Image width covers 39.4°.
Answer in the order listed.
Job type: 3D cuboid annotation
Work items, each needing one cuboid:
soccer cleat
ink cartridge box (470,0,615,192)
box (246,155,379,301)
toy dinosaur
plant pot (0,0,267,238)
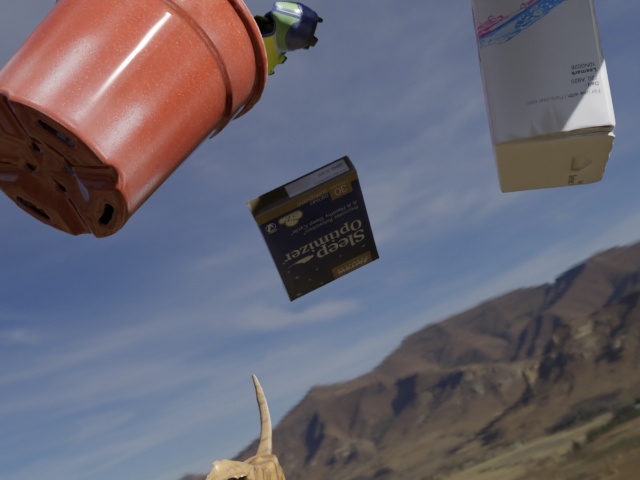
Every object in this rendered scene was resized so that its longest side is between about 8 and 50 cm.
[{"bbox_3d":[-0.104,-0.392,1.715,0.121,0.093,0.289,19,-14,-25],"label":"soccer cleat"},{"bbox_3d":[0.225,-0.208,0.946,0.117,0.278,0.201,-8,-12,12],"label":"ink cartridge box"},{"bbox_3d":[0.000,0.000,1.154,0.136,0.036,0.225,-26,-36,-5],"label":"box"},{"bbox_3d":[-0.039,0.156,0.554,0.064,0.112,0.211,17,-3,1],"label":"toy dinosaur"},{"bbox_3d":[-0.240,-0.161,1.025,0.272,0.272,0.265,-41,15,53],"label":"plant pot"}]
